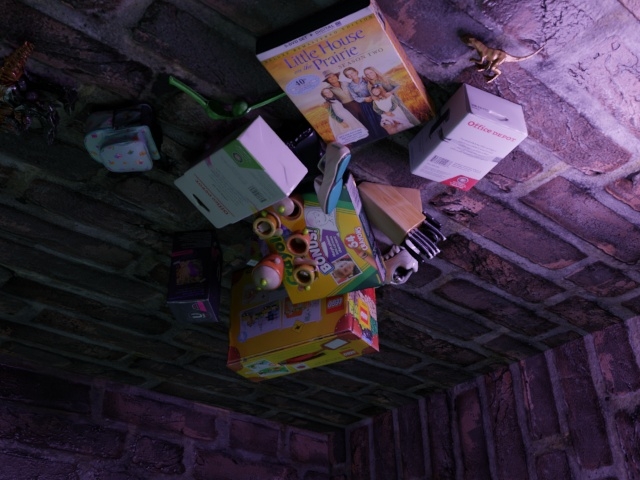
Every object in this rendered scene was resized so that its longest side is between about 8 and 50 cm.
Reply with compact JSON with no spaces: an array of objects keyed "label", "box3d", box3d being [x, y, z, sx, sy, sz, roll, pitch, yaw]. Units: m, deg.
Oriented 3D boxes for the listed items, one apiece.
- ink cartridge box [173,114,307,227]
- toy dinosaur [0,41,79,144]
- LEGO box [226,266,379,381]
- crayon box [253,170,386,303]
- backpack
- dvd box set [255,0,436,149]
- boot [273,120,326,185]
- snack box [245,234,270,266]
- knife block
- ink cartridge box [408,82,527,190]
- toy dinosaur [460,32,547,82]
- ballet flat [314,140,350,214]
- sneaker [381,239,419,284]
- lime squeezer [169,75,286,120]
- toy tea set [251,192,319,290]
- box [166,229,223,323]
[{"label":"ink cartridge box","box3d":[-0.229,-0.178,1.968,0.207,0.119,0.353,48,141,-18]},{"label":"toy dinosaur","box3d":[-0.736,-0.355,1.761,0.218,0.165,0.322,26,163,-11]},{"label":"LEGO box","box3d":[-0.068,0.243,2.488,0.499,0.373,0.193,-18,144,25]},{"label":"crayon box","box3d":[0.000,0.000,2.214,0.312,0.106,0.363,-14,115,18]},{"label":"backpack","box3d":[-0.531,-0.267,1.899,0.188,0.145,0.166,0,153,3]},{"label":"dvd box set","box3d":[0.075,-0.398,1.783,0.307,0.062,0.420,-17,144,22]},{"label":"boot","box3d":[-0.102,-0.233,2.001,0.246,0.094,0.207,-18,147,14]},{"label":"snack box","box3d":[-0.184,0.049,2.433,0.141,0.100,0.037,19,141,-27]},{"label":"knife block","box3d":[0.237,-0.045,2.169,0.275,0.242,0.088,7,145,-13]},{"label":"ink cartridge box","box3d":[0.394,-0.274,1.937,0.196,0.114,0.273,15,145,-22]},{"label":"toy dinosaur","box3d":[0.433,-0.441,1.729,0.211,0.064,0.112,9,145,-16]},{"label":"ballet flat","box3d":[0.024,-0.177,1.993,0.086,0.086,0.249,6,139,-11]},{"label":"sneaker","box3d":[0.248,0.109,2.527,0.110,0.118,0.292,14,146,-25]},{"label":"lime squeezer","box3d":[-0.233,-0.364,1.853,0.310,0.059,0.110,4,117,-5]},{"label":"toy tea set","box3d":[-0.120,0.019,2.118,0.199,0.124,0.336,0,119,15]},{"label":"box","box3d":[-0.414,0.122,2.381,0.143,0.271,0.165,-3,148,4]}]
